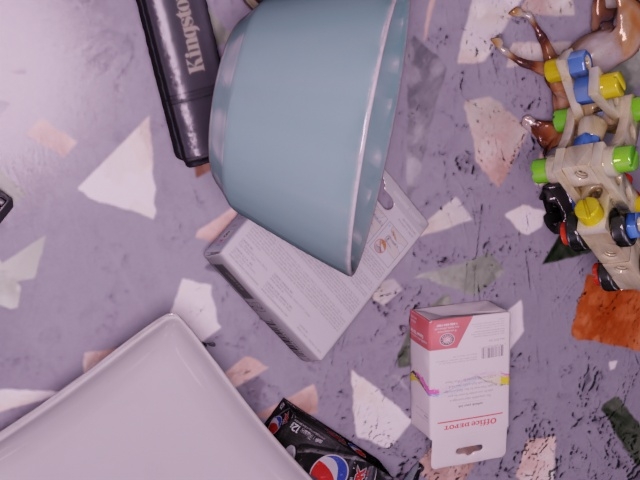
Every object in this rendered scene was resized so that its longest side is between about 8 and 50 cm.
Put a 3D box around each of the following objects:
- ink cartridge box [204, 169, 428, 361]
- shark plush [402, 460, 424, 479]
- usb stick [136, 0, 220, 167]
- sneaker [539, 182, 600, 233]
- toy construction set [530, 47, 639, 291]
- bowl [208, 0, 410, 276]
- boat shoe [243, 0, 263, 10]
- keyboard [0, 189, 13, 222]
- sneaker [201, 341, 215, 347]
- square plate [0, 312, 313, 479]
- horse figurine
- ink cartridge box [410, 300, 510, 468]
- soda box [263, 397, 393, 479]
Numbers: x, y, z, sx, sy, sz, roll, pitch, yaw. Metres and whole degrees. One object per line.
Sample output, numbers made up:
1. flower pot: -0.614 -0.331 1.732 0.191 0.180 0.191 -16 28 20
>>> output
1. ink cartridge box: 0.000 0.000 1.149 0.189 0.066 0.232 49 63 -21
2. shark plush: 0.074 0.349 1.240 0.161 0.073 0.067 -42 81 -1
3. usb stick: -0.152 -0.219 1.039 0.077 0.045 0.278 -17 106 -17
4. sneaker: 0.339 -0.023 1.247 0.085 0.058 0.152 -34 114 -7
5. toy construction set: 0.375 -0.066 1.157 0.328 0.151 0.215 32 59 -29
6. bowl: -0.014 -0.128 0.987 0.163 0.311 0.311 10 99 7
7. boat shoe: 0.070 -0.358 1.039 0.355 0.130 0.132 -40 111 -7
8. keyboard: -0.421 -0.002 1.005 0.108 0.023 0.180 40 86 -22
9. sneaker: -0.149 0.146 1.123 0.069 0.038 0.098 -35 111 -8
10. square plate: -0.208 0.297 1.108 0.344 0.049 0.347 -35 111 1
11. horse figurine: 0.329 -0.254 1.189 0.263 0.066 0.174 -45 106 -3
12. ink cartridge box: 0.179 0.185 1.231 0.115 0.067 0.198 -5 102 -18
13. soda box: 0.008 0.268 1.193 0.169 0.060 0.053 36 92 -22
